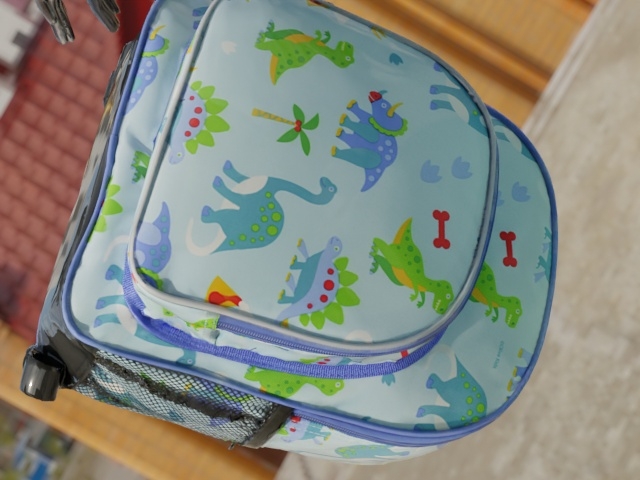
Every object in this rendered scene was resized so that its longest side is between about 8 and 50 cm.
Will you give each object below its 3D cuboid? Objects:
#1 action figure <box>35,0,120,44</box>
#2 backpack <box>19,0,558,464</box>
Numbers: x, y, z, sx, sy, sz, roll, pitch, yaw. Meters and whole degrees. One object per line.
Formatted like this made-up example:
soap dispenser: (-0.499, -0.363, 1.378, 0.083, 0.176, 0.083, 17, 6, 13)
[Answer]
action figure: (-0.213, -0.049, 0.607, 0.275, 0.141, 0.164, -20, 15, 6)
backpack: (0.000, 0.000, 0.416, 0.084, 0.114, 0.105, 139, 148, -66)
